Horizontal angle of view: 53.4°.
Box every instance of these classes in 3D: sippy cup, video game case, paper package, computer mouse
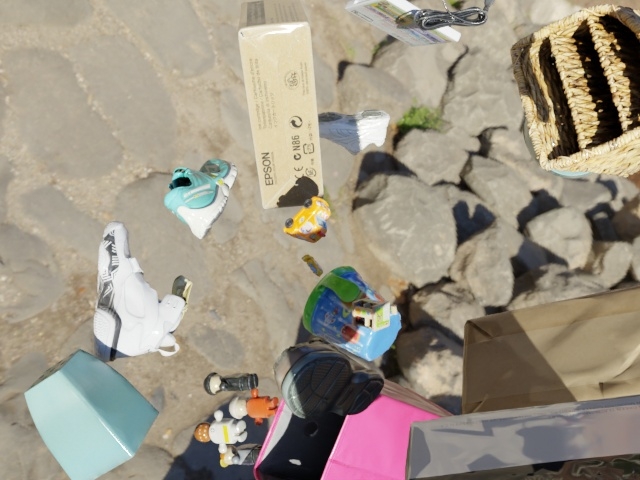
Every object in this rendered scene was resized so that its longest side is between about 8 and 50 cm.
[{"bbox_3d":[0.106,0.226,1.865,0.224,0.240,0.305,33,15,32],"label":"sippy cup"},{"bbox_3d":[0.186,-0.506,1.463,0.212,0.193,0.023,20,93,-27],"label":"video game case"},{"bbox_3d":[0.367,0.231,0.787,0.325,0.309,0.168,54,33,-29],"label":"paper package"},{"bbox_3d":[0.295,-0.540,1.253,0.184,0.262,0.060,-5,34,-20],"label":"computer mouse"}]

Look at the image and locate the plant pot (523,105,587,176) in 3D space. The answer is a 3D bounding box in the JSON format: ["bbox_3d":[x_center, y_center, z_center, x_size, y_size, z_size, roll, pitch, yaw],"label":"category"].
[{"bbox_3d":[0.671,-0.282,1.683,0.272,0.271,0.255,60,27,-6],"label":"plant pot"}]

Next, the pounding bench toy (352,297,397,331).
[{"bbox_3d":[0.111,0.148,1.318,0.083,0.065,0.052,-11,104,-46],"label":"pounding bench toy"}]

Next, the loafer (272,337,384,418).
[{"bbox_3d":[-0.001,0.178,0.844,0.084,0.096,0.267,38,0,31],"label":"loafer"}]

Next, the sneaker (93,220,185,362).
[{"bbox_3d":[-0.456,0.127,1.607,0.210,0.137,0.366,4,65,-18],"label":"sneaker"}]

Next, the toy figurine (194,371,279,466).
[{"bbox_3d":[-0.218,0.456,1.626,0.213,0.148,0.210,59,32,-44],"label":"toy figurine"}]

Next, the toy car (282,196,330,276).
[{"bbox_3d":[0.000,0.000,0.754,0.040,0.060,0.122,51,-5,32],"label":"toy car"}]

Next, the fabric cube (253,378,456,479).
[{"bbox_3d":[0.071,0.381,1.149,0.258,0.254,0.259,25,84,-23],"label":"fabric cube"}]

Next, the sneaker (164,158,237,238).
[{"bbox_3d":[-0.231,-0.108,1.224,0.110,0.107,0.275,35,18,-16],"label":"sneaker"}]

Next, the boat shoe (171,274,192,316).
[{"bbox_3d":[-0.398,0.173,1.820,0.048,0.153,0.056,24,24,21],"label":"boat shoe"}]

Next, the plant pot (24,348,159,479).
[{"bbox_3d":[-0.511,0.371,1.386,0.234,0.165,0.166,54,15,-13],"label":"plant pot"}]

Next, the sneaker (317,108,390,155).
[{"bbox_3d":[0.065,-0.272,1.655,0.090,0.232,0.115,-93,-179,-58],"label":"sneaker"}]

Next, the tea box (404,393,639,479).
[{"bbox_3d":[0.172,0.298,0.315,0.323,0.220,0.329,-52,131,-73],"label":"tea box"}]

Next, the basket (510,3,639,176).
[{"bbox_3d":[0.528,-0.292,1.192,0.223,0.213,0.299,3,68,-21],"label":"basket"}]

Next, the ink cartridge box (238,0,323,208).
[{"bbox_3d":[-0.053,-0.188,0.852,0.193,0.088,0.235,-103,-173,-61],"label":"ink cartridge box"}]
